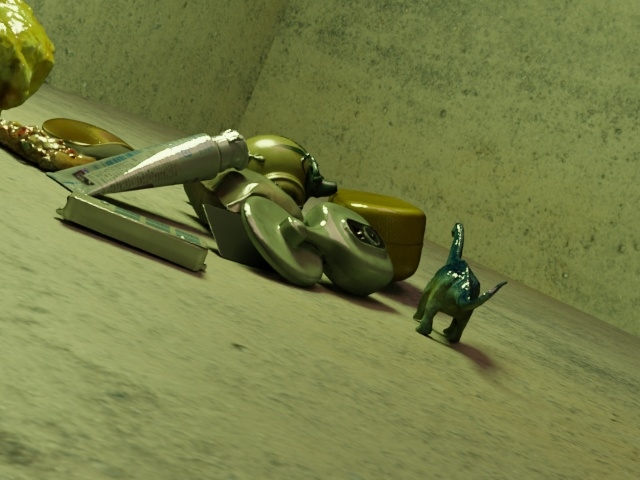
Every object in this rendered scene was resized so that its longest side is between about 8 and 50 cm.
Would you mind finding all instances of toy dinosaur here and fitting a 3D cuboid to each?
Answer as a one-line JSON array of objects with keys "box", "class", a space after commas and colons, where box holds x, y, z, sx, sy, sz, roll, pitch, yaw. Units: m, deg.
[{"box": [0.192, 0.077, 1.629, 0.076, 0.147, 0.363, 20, 13, -3], "class": "toy dinosaur"}]

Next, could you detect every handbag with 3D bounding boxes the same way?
[{"box": [-0.117, -0.054, 1.794, 0.182, 0.117, 0.270, 29, 4, -29], "class": "handbag"}]

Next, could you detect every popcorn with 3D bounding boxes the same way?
[{"box": [-0.575, -0.311, 1.868, 0.276, 0.225, 0.276, -3, 27, 2], "class": "popcorn"}]

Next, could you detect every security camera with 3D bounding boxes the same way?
[{"box": [0.000, 0.000, 1.648, 0.301, 0.080, 0.157, 16, 40, -54], "class": "security camera"}]

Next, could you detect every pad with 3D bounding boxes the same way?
[{"box": [-0.095, 0.003, 1.613, 0.157, 0.003, 0.112, 18, 35, -38], "class": "pad"}]

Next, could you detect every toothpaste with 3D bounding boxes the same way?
[{"box": [-0.250, -0.109, 1.673, 0.299, 0.073, 0.114, -15, 29, -33], "class": "toothpaste"}]

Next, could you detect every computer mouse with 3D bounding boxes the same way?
[{"box": [-0.435, -0.190, 2.129, 0.126, 0.056, 0.245, 25, 5, 16], "class": "computer mouse"}]

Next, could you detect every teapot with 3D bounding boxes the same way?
[{"box": [-0.103, -0.090, 2.014, 0.269, 0.173, 0.182, -8, 40, -15], "class": "teapot"}]

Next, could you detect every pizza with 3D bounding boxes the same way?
[{"box": [-0.443, -0.151, 1.741, 0.195, 0.052, 0.185, 23, 2, 9], "class": "pizza"}]

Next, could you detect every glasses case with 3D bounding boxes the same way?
[{"box": [0.096, -0.007, 2.027, 0.173, 0.141, 0.371, 8, 6, -4], "class": "glasses case"}]

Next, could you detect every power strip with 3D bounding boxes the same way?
[{"box": [-0.223, -0.013, 1.354, 0.192, 0.035, 0.081, 22, 5, -10], "class": "power strip"}]
